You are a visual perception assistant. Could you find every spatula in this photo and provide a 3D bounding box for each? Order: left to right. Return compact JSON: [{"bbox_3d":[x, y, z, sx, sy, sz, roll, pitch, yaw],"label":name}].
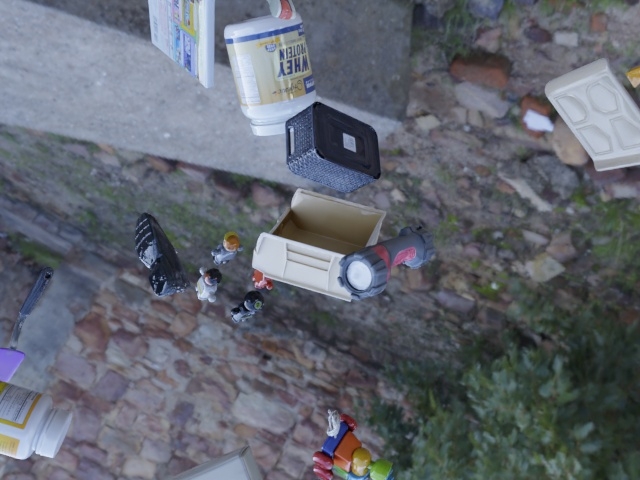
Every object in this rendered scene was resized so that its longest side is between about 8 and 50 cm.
[{"bbox_3d":[-0.693,0.195,1.520,0.030,0.297,0.084,21,175,39],"label":"spatula"}]

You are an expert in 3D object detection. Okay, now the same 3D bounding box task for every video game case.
[{"bbox_3d":[-0.280,-0.442,1.321,0.193,0.023,0.213,41,146,22],"label":"video game case"}]

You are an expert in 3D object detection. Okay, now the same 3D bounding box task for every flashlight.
[{"bbox_3d":[0.156,0.046,1.429,0.103,0.304,0.103,42,120,22],"label":"flashlight"}]

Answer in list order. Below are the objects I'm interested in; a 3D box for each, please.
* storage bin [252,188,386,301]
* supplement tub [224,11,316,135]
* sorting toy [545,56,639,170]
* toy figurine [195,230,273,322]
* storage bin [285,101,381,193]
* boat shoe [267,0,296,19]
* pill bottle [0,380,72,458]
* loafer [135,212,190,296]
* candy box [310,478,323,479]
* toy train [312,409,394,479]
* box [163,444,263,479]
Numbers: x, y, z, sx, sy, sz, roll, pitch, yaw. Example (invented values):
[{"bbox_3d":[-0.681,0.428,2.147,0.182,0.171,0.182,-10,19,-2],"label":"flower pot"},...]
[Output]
[{"bbox_3d":[0.000,0.000,1.622,0.260,0.262,0.123,16,122,10],"label":"storage bin"},{"bbox_3d":[-0.137,-0.482,1.907,0.228,0.228,0.317,7,118,40],"label":"supplement tub"},{"bbox_3d":[0.595,-0.256,1.308,0.229,0.041,0.307,55,169,-7],"label":"sorting toy"},{"bbox_3d":[-0.236,0.105,1.887,0.209,0.213,0.148,34,144,-8],"label":"toy figurine"},{"bbox_3d":[0.026,-0.178,1.286,0.180,0.122,0.084,15,152,-39],"label":"storage bin"},{"bbox_3d":[-0.085,-0.504,1.345,0.043,0.137,0.049,0,148,-28],"label":"boat shoe"},{"bbox_3d":[-0.566,0.317,1.178,0.214,0.117,0.117,21,159,-8],"label":"pill bottle"},{"bbox_3d":[-0.291,0.025,1.202,0.062,0.170,0.061,-37,156,34],"label":"loafer"},{"bbox_3d":[-0.077,0.572,1.355,0.071,0.159,0.233,56,146,3],"label":"candy box"},{"bbox_3d":[0.070,0.396,1.213,0.143,0.105,0.248,29,152,17],"label":"toy train"},{"bbox_3d":[-0.206,0.381,0.875,0.094,0.274,0.113,84,164,-82],"label":"box"}]
